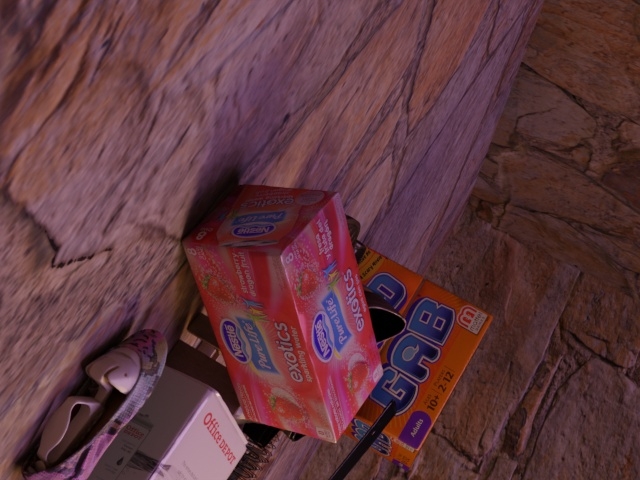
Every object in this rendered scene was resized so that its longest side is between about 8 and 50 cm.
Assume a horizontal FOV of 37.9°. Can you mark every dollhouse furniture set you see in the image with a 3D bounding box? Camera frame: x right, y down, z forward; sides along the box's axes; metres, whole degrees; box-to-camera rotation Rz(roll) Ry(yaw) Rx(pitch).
[{"bbox_3d":[-0.138,0.188,1.354,0.144,0.123,0.151,-56,167,-24],"label":"dollhouse furniture set"}]

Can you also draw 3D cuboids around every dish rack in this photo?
[{"bbox_3d":[-0.151,0.477,2.090,0.271,0.074,0.208,-65,167,20],"label":"dish rack"}]

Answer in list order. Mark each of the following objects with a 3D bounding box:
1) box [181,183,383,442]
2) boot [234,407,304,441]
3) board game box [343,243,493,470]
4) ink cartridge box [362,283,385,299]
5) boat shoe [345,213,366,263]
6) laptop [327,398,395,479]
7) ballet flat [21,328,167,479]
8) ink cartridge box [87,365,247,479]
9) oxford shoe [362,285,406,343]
[{"bbox_3d":[-0.041,0.091,1.188,0.142,0.154,0.299,-48,135,-42],"label":"box"},{"bbox_3d":[-0.105,0.307,1.659,0.246,0.161,0.083,-25,140,-66],"label":"boot"},{"bbox_3d":[0.154,0.291,2.246,0.356,0.356,0.356,-57,168,-18],"label":"board game box"},{"bbox_3d":[-0.003,0.194,1.818,0.232,0.168,0.171,-56,167,-22],"label":"ink cartridge box"},{"bbox_3d":[0.000,0.000,1.563,0.110,0.104,0.307,-51,169,-7],"label":"boat shoe"},{"bbox_3d":[-0.064,0.423,1.817,0.382,0.408,0.236,70,25,-75],"label":"laptop"},{"bbox_3d":[-0.249,0.182,1.030,0.221,0.077,0.079,-56,148,-20],"label":"ballet flat"},{"bbox_3d":[-0.233,0.321,1.192,0.283,0.117,0.207,-56,154,-24],"label":"ink cartridge box"},{"bbox_3d":[-0.002,0.142,1.575,0.364,0.133,0.129,-11,112,-44],"label":"oxford shoe"}]
